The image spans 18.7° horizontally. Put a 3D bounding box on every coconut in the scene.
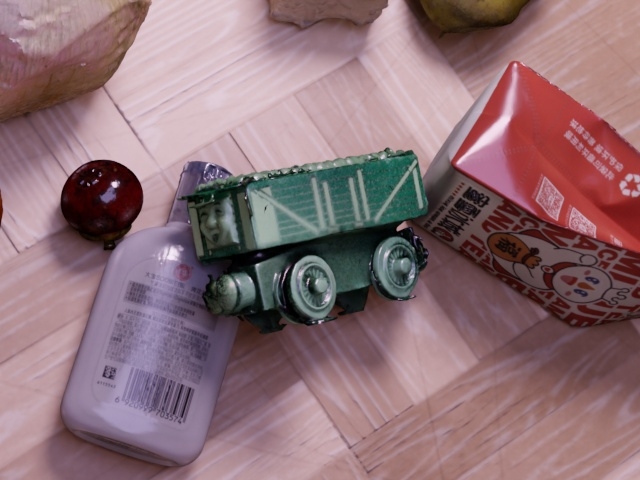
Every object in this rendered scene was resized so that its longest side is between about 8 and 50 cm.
[{"bbox_3d":[-0.295,-0.271,1.827,0.297,0.254,0.297,5,73,-15],"label":"coconut"}]

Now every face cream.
[{"bbox_3d":[-0.146,0.063,1.857,0.144,0.071,0.291,18,70,-12],"label":"face cream"}]

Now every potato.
[{"bbox_3d":[0.180,-0.318,2.051,0.149,0.113,0.251,31,76,-12],"label":"potato"}]

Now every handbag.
[{"bbox_3d":[0.254,-0.022,1.942,0.298,0.171,0.151,34,66,-1],"label":"handbag"}]

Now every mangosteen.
[{"bbox_3d":[-0.209,-0.039,1.874,0.081,0.081,0.081,5,72,-14],"label":"mangosteen"}]

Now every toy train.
[{"bbox_3d":[0.000,0.000,1.860,0.269,0.115,0.154,-11,91,-40],"label":"toy train"}]

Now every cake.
[{"bbox_3d":[0.013,-0.307,1.987,0.135,0.134,0.147,3,65,-12],"label":"cake"}]

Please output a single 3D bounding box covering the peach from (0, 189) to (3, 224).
[{"bbox_3d":[-0.393,-0.018,1.745,0.232,0.232,0.256,-49,122,-23],"label":"peach"}]
